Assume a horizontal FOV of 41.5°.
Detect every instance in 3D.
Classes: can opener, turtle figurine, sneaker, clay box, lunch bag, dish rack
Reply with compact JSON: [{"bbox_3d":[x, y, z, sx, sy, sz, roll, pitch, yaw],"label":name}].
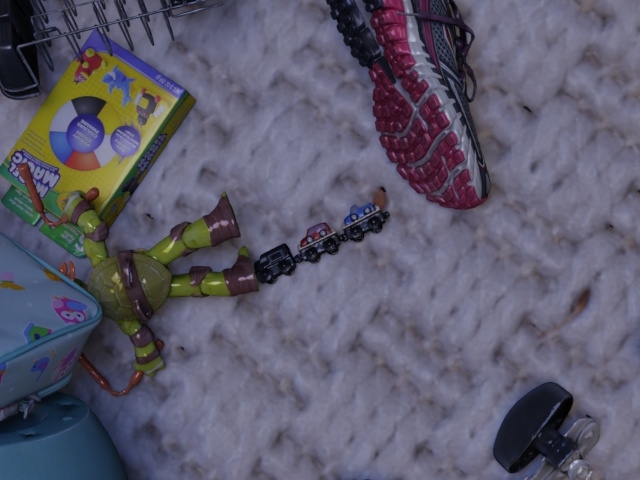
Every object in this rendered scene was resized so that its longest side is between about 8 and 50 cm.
[{"bbox_3d":[0.179,0.275,0.858,0.280,0.074,0.093,-51,48,-1],"label":"can opener"},{"bbox_3d":[-0.186,0.025,0.869,0.217,0.087,0.269,-19,104,-4],"label":"turtle figurine"},{"bbox_3d":[0.114,-0.176,0.873,0.112,0.121,0.299,-21,92,-27],"label":"sneaker"},{"bbox_3d":[-0.254,-0.103,0.930,0.127,0.053,0.222,34,89,7],"label":"clay box"},{"bbox_3d":[-0.346,0.051,0.752,0.279,0.224,0.108,35,106,12],"label":"lunch bag"},{"bbox_3d":[-0.225,-0.274,0.900,0.271,0.074,0.208,-15,59,-2],"label":"dish rack"}]

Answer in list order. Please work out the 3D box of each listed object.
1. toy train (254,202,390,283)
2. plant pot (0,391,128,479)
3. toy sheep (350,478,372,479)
[{"bbox_3d":[0.000,0.000,0.911,0.158,0.027,0.036,-26,73,4],"label":"toy train"},{"bbox_3d":[-0.303,0.269,0.765,0.293,0.293,0.235,2,97,6],"label":"plant pot"},{"bbox_3d":[0.041,0.285,0.855,0.132,0.091,0.091,7,86,-12],"label":"toy sheep"}]
